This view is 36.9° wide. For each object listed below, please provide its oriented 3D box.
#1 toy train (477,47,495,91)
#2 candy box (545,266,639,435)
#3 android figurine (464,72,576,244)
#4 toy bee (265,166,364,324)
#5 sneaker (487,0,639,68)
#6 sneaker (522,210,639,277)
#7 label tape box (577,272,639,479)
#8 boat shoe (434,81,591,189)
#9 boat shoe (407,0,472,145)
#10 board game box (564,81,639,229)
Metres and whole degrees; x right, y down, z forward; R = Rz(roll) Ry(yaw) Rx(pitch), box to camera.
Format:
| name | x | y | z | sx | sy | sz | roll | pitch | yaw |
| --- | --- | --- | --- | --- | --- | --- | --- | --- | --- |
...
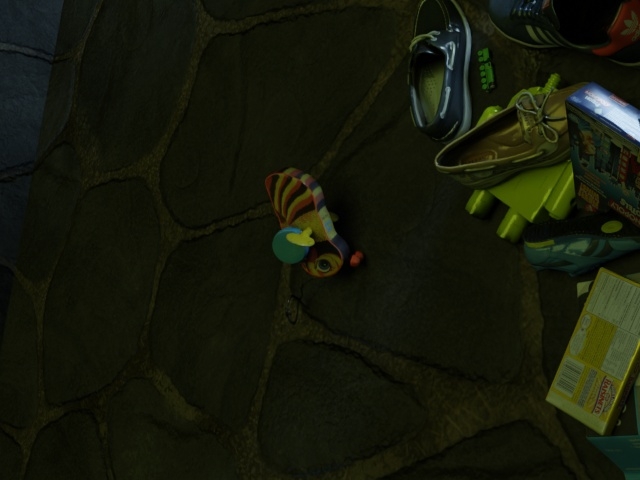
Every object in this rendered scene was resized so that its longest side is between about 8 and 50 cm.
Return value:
| name | x | y | z | sx | sy | sz | roll | pitch | yaw |
| --- | --- | --- | --- | --- | --- | --- | --- | --- | --- |
| toy train | 0.294 | -0.301 | 1.691 | 0.023 | 0.017 | 0.083 | -17 | 67 | 32 |
| candy box | 0.388 | 0.150 | 1.307 | 0.105 | 0.027 | 0.206 | 30 | 103 | 47 |
| android figurine | 0.343 | -0.138 | 1.569 | 0.248 | 0.056 | 0.273 | 46 | 115 | 43 |
| toy bee | 0.000 | 0.000 | 1.845 | 0.162 | 0.298 | 0.195 | -4 | 38 | 19 |
| sneaker | 0.379 | -0.372 | 1.522 | 0.350 | 0.148 | 0.131 | 27 | 100 | 47 |
| sneaker | 0.414 | 0.010 | 1.458 | 0.209 | 0.082 | 0.069 | -7 | 31 | 32 |
| label tape box | 0.484 | 0.207 | 1.288 | 0.240 | 0.106 | 0.334 | -15 | 69 | 44 |
| boat shoe | 0.308 | -0.161 | 1.501 | 0.285 | 0.089 | 0.105 | -32 | 59 | 39 |
| boat shoe | 0.208 | -0.323 | 1.732 | 0.114 | 0.091 | 0.303 | -26 | 62 | 40 |
| board game box | 0.434 | -0.098 | 1.382 | 0.060 | 0.194 | 0.194 | -33 | 53 | -18 |
